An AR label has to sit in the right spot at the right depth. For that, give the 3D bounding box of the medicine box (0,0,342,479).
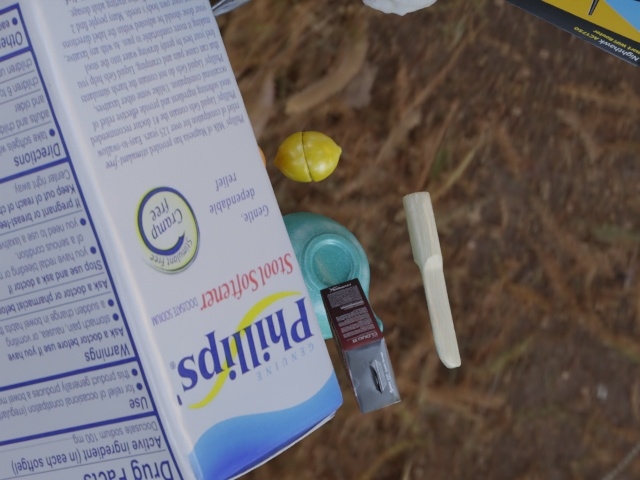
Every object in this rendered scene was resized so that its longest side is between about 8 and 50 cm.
[{"bbox_3d":[-0.167,0.009,1.077,0.263,0.149,0.289,-14,97,38],"label":"medicine box"}]

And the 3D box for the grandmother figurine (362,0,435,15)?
[{"bbox_3d":[-0.080,-0.210,0.971,0.342,0.208,0.104,21,93,-16],"label":"grandmother figurine"}]

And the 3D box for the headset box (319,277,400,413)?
[{"bbox_3d":[0.029,0.077,1.303,0.032,0.083,0.062,-19,126,-4],"label":"headset box"}]

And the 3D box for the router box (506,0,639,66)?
[{"bbox_3d":[0.198,-0.205,1.352,0.179,0.046,0.133,24,157,-13],"label":"router box"}]

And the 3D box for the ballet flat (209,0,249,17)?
[{"bbox_3d":[-0.105,-0.186,1.360,0.203,0.074,0.074,-30,107,2],"label":"ballet flat"}]

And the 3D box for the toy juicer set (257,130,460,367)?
[{"bbox_3d":[0.000,0.000,1.882,0.329,0.209,0.089,17,159,-22],"label":"toy juicer set"}]
